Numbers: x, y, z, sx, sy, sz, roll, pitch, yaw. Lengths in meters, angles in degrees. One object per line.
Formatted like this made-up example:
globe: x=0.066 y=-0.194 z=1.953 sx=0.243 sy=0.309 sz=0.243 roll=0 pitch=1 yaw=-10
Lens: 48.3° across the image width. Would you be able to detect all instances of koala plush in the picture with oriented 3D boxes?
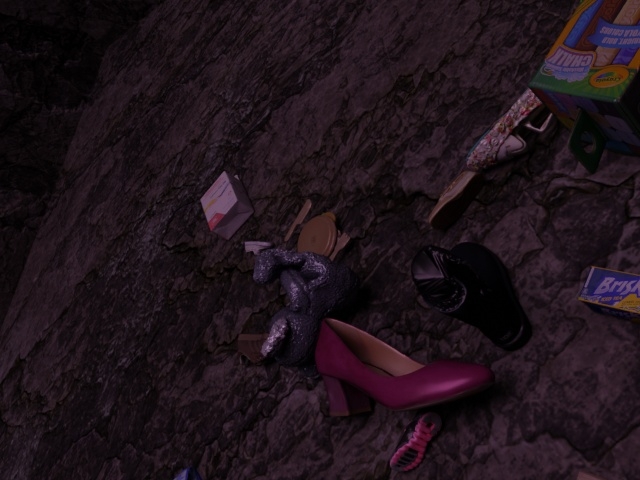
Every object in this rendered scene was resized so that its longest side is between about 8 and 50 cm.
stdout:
koala plush: x=-0.036 y=0.151 z=1.415 sx=0.203 sy=0.196 sz=0.221 roll=-1 pitch=59 yaw=37

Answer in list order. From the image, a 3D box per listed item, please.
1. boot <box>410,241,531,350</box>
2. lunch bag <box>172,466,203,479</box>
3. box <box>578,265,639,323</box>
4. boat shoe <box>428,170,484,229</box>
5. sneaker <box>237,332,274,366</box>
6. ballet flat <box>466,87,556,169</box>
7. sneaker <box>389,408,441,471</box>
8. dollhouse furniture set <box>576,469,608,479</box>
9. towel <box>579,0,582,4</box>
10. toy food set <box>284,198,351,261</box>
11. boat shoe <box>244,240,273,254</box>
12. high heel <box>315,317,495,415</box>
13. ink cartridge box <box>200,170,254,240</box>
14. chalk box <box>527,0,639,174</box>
boot: x=0.226 y=0.053 z=1.163 sx=0.094 sy=0.207 sz=0.247 roll=-42 pitch=38 yaw=19
lunch bag: x=-0.290 y=0.565 z=1.472 sx=0.129 sy=0.096 sz=0.151 roll=-41 pitch=49 yaw=21
box: x=0.457 y=0.084 z=1.004 sx=0.169 sy=0.054 sz=0.059 roll=12 pitch=74 yaw=53
boat shoe: x=0.254 y=-0.079 z=1.365 sx=0.135 sy=0.050 sz=0.045 roll=-45 pitch=34 yaw=0
sneaker: x=-0.115 y=0.239 z=1.553 sx=0.188 sy=0.066 sz=0.071 roll=-10 pitch=74 yaw=51
ballet flat: x=0.368 y=-0.209 z=1.303 sx=0.241 sy=0.091 sz=0.077 roll=-49 pitch=59 yaw=16
sneaker: x=0.154 y=0.329 z=1.189 sx=0.119 sy=0.047 sz=0.057 roll=-54 pitch=17 yaw=2
dollhouse furniture set: x=0.340 y=0.412 z=0.807 sx=0.212 sy=0.161 sz=0.242 roll=8 pitch=70 yaw=51
towel: x=0.528 y=-0.455 z=1.355 sx=0.083 sy=0.009 sz=0.060 roll=2 pitch=66 yaw=49
toy food set: x=0.000 y=0.000 z=1.611 sx=0.132 sy=0.038 sz=0.192 roll=-57 pitch=41 yaw=12
boat shoe: x=-0.154 y=0.019 z=1.773 sx=0.100 sy=0.035 sz=0.035 roll=-1 pitch=91 yaw=44
high heel: x=0.122 y=0.195 z=1.209 sx=0.377 sy=0.127 sz=0.181 roll=-19 pitch=75 yaw=43
ink cartridge box: x=-0.262 y=-0.107 z=1.956 sx=0.115 sy=0.067 sz=0.198 roll=-47 pitch=37 yaw=14
chalk box: x=0.472 y=-0.249 z=1.126 sx=0.289 sy=0.180 sz=0.179 roll=-56 pitch=37 yaw=0
